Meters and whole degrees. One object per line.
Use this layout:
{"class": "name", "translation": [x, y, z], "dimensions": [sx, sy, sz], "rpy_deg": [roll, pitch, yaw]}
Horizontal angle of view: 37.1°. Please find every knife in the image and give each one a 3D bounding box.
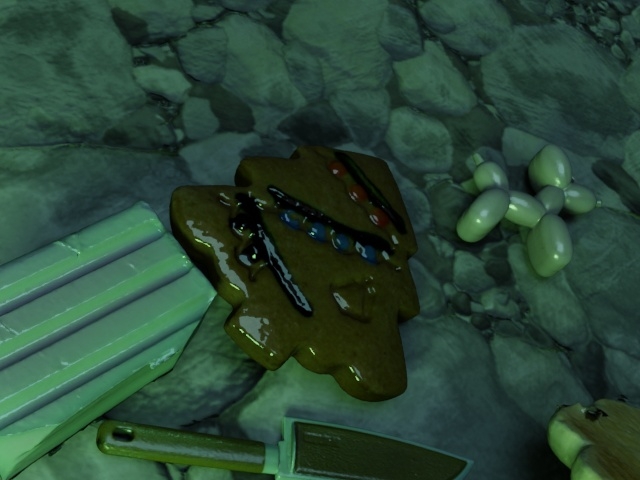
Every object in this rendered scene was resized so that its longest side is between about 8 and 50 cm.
{"class": "knife", "translation": [-0.020, 0.181, 0.833], "dimensions": [0.343, 0.027, 0.061], "rpy_deg": [12, 52, -14]}

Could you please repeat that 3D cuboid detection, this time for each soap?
{"class": "soap", "translation": [-0.205, 0.081, 0.785], "dimensions": [0.231, 0.091, 0.145], "rpy_deg": [-29, 70, -33]}

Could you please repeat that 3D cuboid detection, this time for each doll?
{"class": "doll", "translation": [0.236, -0.043, 1.056], "dimensions": [0.161, 0.059, 0.160], "rpy_deg": [23, 55, -6]}

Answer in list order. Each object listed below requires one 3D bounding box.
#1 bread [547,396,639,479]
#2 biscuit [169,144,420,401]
{"class": "bread", "translation": [0.344, 0.237, 0.842], "dimensions": [0.316, 0.054, 0.316], "rpy_deg": [22, 15, -6]}
{"class": "biscuit", "translation": [0.001, -0.001, 0.921], "dimensions": [0.278, 0.043, 0.301], "rpy_deg": [37, 46, -7]}
